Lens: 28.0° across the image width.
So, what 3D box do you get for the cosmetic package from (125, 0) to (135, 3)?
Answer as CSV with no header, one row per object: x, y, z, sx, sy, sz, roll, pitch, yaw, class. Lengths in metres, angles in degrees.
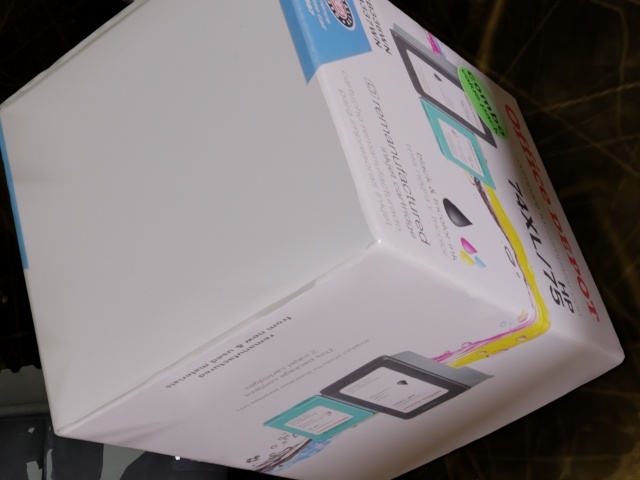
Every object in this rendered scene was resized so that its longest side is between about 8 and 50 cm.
-0.077,-0.313,0.932,0.113,0.160,0.309,29,95,38,cosmetic package

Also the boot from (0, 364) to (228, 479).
-0.207,0.316,0.861,0.367,0.146,0.445,-14,73,35,boot

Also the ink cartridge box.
0.000,0.000,0.707,0.197,0.270,0.198,-31,60,24,ink cartridge box
